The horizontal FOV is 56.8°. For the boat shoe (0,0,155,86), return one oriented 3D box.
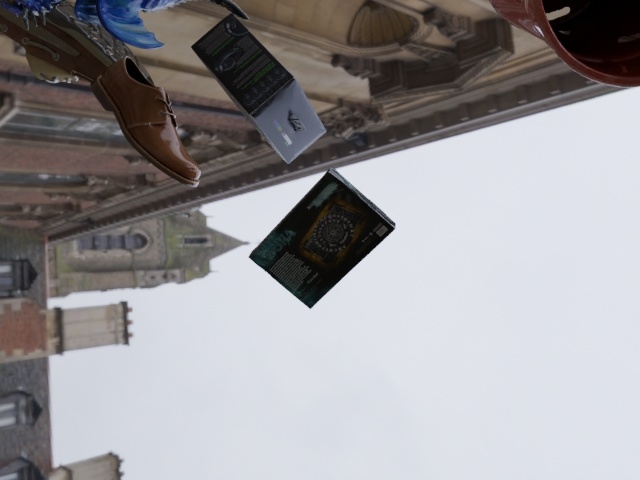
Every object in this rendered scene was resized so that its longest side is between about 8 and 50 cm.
[{"bbox_3d":[-0.425,-0.321,0.975,0.324,0.122,0.120,40,-73,-10],"label":"boat shoe"}]

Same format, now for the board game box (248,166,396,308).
[{"bbox_3d":[0.000,0.000,0.860,0.126,0.026,0.186,41,-67,-10],"label":"board game box"}]

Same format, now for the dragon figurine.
[{"bbox_3d":[-0.216,-0.266,0.657,0.085,0.289,0.144,29,-80,31],"label":"dragon figurine"}]

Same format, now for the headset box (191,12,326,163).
[{"bbox_3d":[-0.136,-0.348,1.403,0.131,0.246,0.283,-40,-116,1],"label":"headset box"}]

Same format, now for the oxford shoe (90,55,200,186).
[{"bbox_3d":[-0.227,-0.164,0.808,0.076,0.076,0.212,-41,-97,15],"label":"oxford shoe"}]

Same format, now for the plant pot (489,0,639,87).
[{"bbox_3d":[0.334,-0.346,0.721,0.265,0.272,0.272,-102,-150,-66],"label":"plant pot"}]
